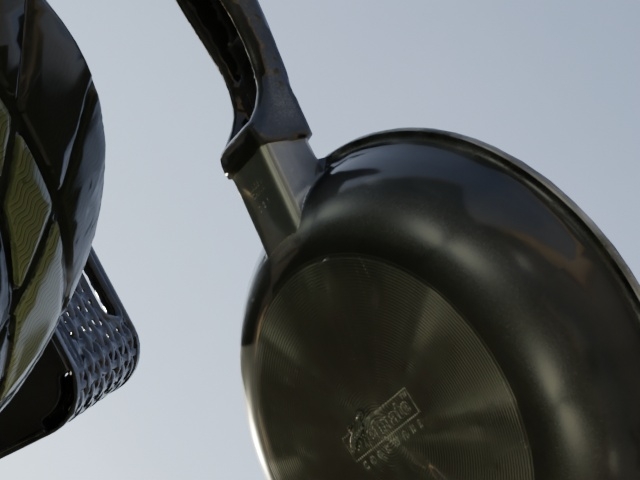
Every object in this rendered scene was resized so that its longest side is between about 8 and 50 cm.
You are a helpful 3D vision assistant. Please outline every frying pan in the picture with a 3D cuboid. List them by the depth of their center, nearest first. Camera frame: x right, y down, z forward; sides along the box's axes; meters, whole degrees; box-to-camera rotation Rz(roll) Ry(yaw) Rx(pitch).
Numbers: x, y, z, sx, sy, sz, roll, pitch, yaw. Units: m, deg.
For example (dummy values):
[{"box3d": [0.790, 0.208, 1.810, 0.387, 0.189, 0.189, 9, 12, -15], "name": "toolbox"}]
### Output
[{"box3d": [0.020, -0.002, 0.618, 0.197, 0.053, 0.326, -11, -83, 48], "name": "frying pan"}]

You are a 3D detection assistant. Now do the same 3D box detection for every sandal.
[{"box3d": [-0.157, -0.062, 0.553, 0.086, 0.120, 0.302, 9, -37, 34], "name": "sandal"}]

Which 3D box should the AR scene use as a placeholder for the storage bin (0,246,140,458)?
[{"box3d": [-0.187, 0.049, 0.804, 0.180, 0.084, 0.122, -26, -88, 17], "name": "storage bin"}]
